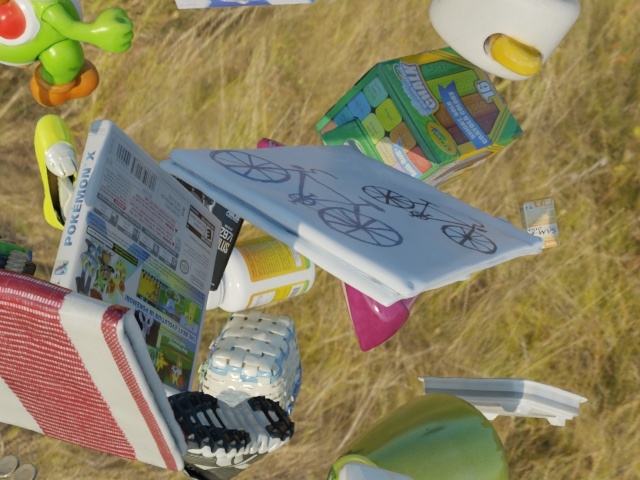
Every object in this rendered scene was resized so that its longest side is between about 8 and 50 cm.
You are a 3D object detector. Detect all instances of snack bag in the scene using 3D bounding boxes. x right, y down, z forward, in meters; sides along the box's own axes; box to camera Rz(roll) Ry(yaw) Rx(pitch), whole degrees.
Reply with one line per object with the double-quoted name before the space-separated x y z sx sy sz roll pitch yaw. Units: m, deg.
"snack bag" 0.047 -0.036 0.931 0.323 0.037 0.342 29 23 29

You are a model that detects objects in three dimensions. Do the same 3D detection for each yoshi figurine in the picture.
"yoshi figurine" -0.350 -0.355 1.128 0.203 0.362 0.203 6 65 -13

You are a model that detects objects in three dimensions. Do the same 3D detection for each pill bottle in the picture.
"pill bottle" -0.144 0.066 1.665 0.245 0.136 0.136 -12 66 -36

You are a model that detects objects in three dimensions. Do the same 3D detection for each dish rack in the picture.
"dish rack" 0.423 0.379 1.956 0.285 0.333 0.072 21 71 -40

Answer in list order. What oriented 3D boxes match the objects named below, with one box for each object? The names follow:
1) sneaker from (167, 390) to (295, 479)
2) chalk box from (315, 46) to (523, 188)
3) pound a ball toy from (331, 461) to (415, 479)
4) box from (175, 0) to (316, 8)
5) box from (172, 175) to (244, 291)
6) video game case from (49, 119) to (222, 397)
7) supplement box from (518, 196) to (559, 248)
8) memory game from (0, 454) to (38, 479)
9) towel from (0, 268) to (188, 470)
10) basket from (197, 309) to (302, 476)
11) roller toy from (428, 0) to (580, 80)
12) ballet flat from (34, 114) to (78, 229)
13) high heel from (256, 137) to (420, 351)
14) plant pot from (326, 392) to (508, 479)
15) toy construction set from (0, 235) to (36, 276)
"sneaker" -0.119 0.217 0.875 0.078 0.106 0.234 51 13 25
"chalk box" 0.130 -0.165 1.272 0.289 0.179 0.180 -24 80 -42
"pound a ball toy" 0.070 0.354 0.704 0.136 0.208 0.319 25 41 -32
"box" -0.065 -0.229 0.522 0.109 0.178 0.042 1 57 13
"box" -0.230 -0.015 1.404 0.180 0.077 0.147 37 67 -48
"video game case" -0.246 0.043 1.155 0.036 0.329 0.300 -1 66 21
"supplement box" 0.432 -0.034 1.643 0.062 0.036 0.098 -10 94 -3
"memory game" -0.472 0.385 1.164 0.186 0.012 0.186 -11 44 11
"towel" -0.259 0.065 0.577 0.329 0.237 0.037 13 57 10
"basket" -0.143 0.299 1.696 0.201 0.289 0.255 6 31 9
"roller toy" 0.262 -0.329 1.200 0.209 0.146 0.191 43 36 14
"ballet flat" -0.482 -0.119 1.554 0.077 0.231 0.077 -18 37 -35
"high heel" 0.000 0.000 1.350 0.377 0.127 0.181 41 90 13
"plant pot" 0.153 0.433 1.511 0.293 0.275 0.275 2 55 -52
"toy construction set" -0.478 0.075 0.872 0.309 0.257 0.237 20 87 -12
